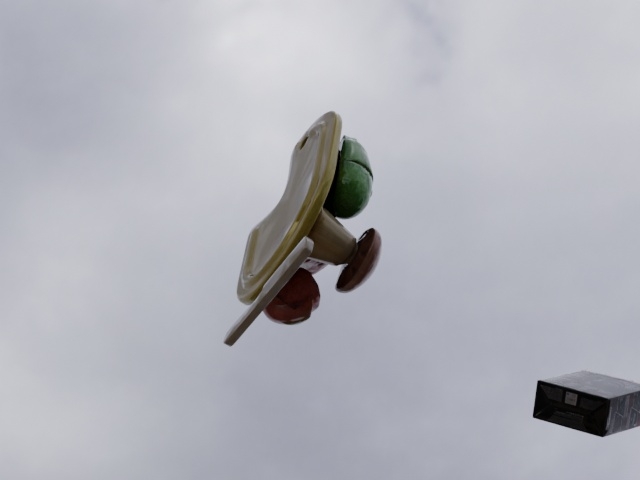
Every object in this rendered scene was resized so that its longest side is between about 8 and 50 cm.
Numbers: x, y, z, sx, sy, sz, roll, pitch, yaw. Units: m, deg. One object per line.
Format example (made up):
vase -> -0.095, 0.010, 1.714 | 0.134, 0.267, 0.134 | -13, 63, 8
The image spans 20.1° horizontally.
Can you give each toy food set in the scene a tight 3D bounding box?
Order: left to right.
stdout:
toy food set -> 0.000, 0.000, 1.291 | 0.071, 0.218, 0.128 | 30, -58, -13

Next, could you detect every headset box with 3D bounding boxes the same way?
headset box -> 0.210, 0.122, 1.372 | 0.062, 0.083, 0.032 | 13, -80, 35
